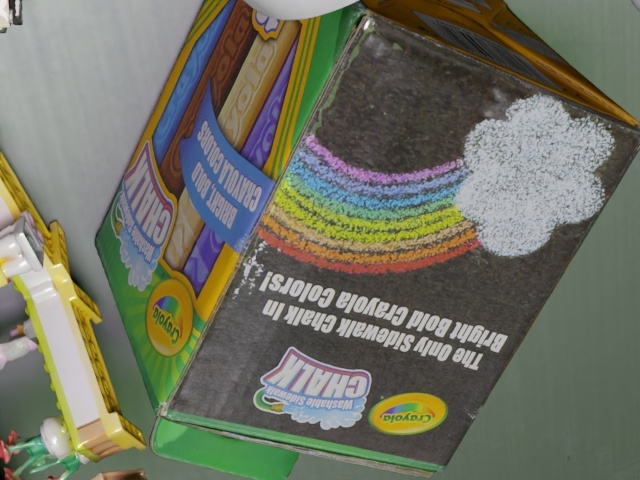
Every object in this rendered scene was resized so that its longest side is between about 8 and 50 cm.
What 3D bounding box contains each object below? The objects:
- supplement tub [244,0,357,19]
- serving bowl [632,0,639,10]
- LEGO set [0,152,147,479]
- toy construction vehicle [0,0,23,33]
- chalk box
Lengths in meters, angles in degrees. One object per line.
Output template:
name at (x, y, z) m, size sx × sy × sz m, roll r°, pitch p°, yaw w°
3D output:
supplement tub at (-0.074, -0.259, 0.536) m, size 0.325 × 0.235 × 0.235 m, roll 37°, pitch 102°, yaw -33°
serving bowl at (0.225, -0.163, 0.829) m, size 0.083 × 0.027 × 0.083 m, roll -9°, pitch 121°, yaw -15°
LEGO set at (-0.182, 0.051, 0.745) m, size 0.107 × 0.132 × 0.287 m, roll -23°, pitch 103°, yaw 1°
toy construction vehicle at (-0.191, -0.134, 0.690) m, size 0.086 × 0.035 × 0.098 m, roll -4°, pitch 106°, yaw -7°
chalk box at (0.000, 0.000, 0.755) m, size 0.180 × 0.179 × 0.289 m, roll 18°, pitch 113°, yaw -29°
